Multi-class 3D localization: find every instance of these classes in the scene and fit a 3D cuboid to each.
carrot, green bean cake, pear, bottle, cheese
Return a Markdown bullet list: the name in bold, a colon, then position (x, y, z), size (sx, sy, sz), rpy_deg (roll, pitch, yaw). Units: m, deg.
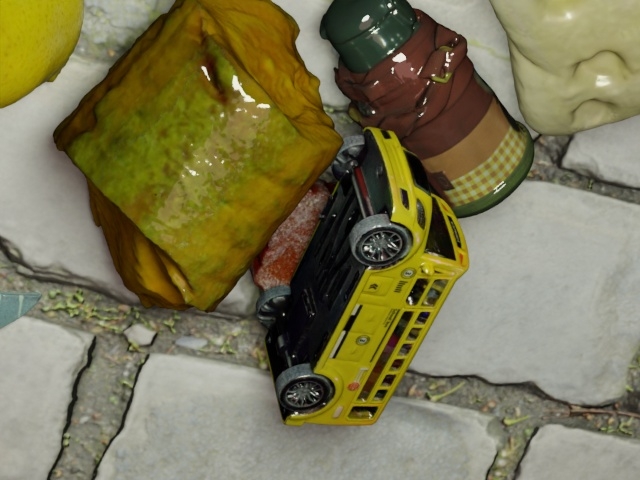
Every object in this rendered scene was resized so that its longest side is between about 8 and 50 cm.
- **carrot**: position (-0.136, -0.080, 1.943), size (0.241, 0.241, 0.341), rpy_deg (35, 102, -27)
- **green bean cake**: position (0.000, 0.000, 2.118), size (0.135, 0.056, 0.136), rpy_deg (14, 113, -18)
- **pear**: position (-0.354, -0.202, 1.862), size (0.267, 0.178, 0.267), rpy_deg (-5, 122, -9)
- **bottle**: position (0.107, -0.153, 2.011), size (0.156, 0.143, 0.271), rpy_deg (-24, 123, 27)
- **cheese**: position (0.330, -0.277, 1.950), size (0.328, 0.129, 0.351), rpy_deg (-14, 135, 9)

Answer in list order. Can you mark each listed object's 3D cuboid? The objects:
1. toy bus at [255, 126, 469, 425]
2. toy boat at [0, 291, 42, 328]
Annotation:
- **toy bus**: position (0.049, 0.043, 2.018), size (0.151, 0.145, 0.331), rpy_deg (9, 131, -21)
- **toy boat**: position (-0.364, 0.075, 2.083), size (0.122, 0.034, 0.096), rpy_deg (10, 120, -20)
